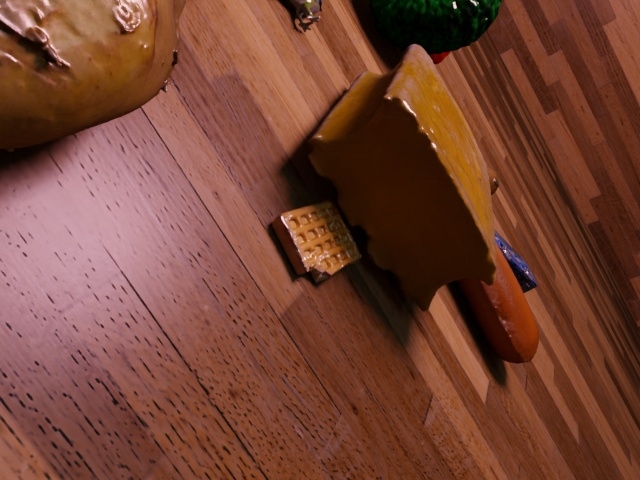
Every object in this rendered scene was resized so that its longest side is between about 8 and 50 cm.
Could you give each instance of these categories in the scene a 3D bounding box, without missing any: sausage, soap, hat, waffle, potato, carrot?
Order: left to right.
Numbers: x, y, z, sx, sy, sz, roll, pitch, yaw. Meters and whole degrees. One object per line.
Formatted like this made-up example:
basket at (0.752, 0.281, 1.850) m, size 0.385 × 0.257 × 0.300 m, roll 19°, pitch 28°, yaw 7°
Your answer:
potato at (-0.193, -0.149, 0.341) m, size 0.173 × 0.140 × 0.300 m, roll 55°, pitch 36°, yaw -6°
waffle at (0.000, 0.000, 0.632) m, size 0.135 × 0.021 × 0.092 m, roll -27°, pitch 91°, yaw -59°
soap at (0.141, -0.108, 0.784) m, size 0.294 × 0.156 × 0.335 m, roll 55°, pitch 28°, yaw -16°
hat at (0.256, -0.516, 1.176) m, size 0.332 × 0.273 × 0.243 m, roll 13°, pitch 88°, yaw -78°
carrot at (0.301, -0.151, 1.150) m, size 0.298 × 0.078 × 0.078 m, roll 12°, pitch 59°, yaw -45°
sausage at (0.306, 0.092, 0.945) m, size 0.275 × 0.105 × 0.105 m, roll 63°, pitch 32°, yaw -3°

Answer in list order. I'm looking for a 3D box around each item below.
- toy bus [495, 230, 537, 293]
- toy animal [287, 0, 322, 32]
toy bus at (0.367, 0.036, 1.094) m, size 0.236 × 0.079 × 0.094 m, roll 34°, pitch 41°, yaw -40°
toy animal at (-0.043, -0.365, 0.813) m, size 0.216 × 0.041 × 0.075 m, roll -26°, pitch 88°, yaw -55°
